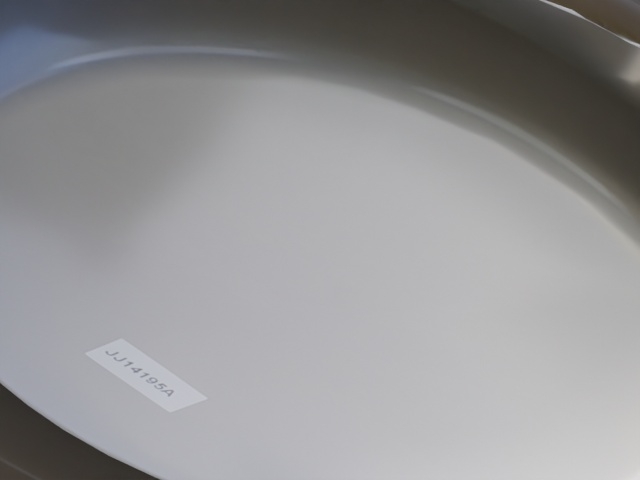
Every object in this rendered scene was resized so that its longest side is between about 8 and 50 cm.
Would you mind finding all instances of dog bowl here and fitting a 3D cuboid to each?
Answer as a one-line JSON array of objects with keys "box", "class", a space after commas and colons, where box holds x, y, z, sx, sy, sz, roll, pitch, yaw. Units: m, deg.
[{"box": [0.000, 0.000, 0.500, 0.348, 0.349, 0.102, 33, -130, -22], "class": "dog bowl"}]
